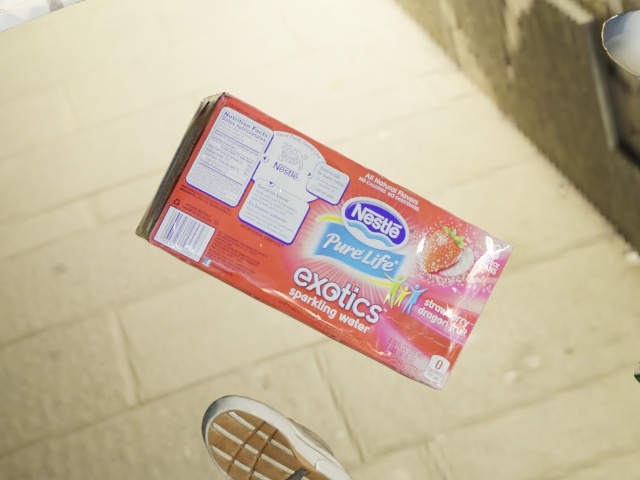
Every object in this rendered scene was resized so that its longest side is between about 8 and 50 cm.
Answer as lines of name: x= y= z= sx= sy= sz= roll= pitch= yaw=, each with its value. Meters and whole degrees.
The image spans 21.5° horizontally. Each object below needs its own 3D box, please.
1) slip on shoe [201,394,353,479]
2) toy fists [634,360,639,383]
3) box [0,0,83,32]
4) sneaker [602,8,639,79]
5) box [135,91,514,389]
slip on shoe: x=-0.027 y=0.126 z=1.031 sx=0.051 sy=0.135 sz=0.041 roll=-37 pitch=42 yaw=18
toy fists: x=0.342 y=0.119 z=1.139 sx=0.279 sy=0.142 sz=0.096 roll=-23 pitch=10 yaw=43
box: x=-0.289 y=-0.197 z=1.446 sx=0.186 sy=0.038 sz=0.145 roll=-26 pitch=17 yaw=-21
sneaker: x=0.379 y=-0.121 z=1.527 sx=0.106 sy=0.290 sz=0.123 roll=-23 pitch=53 yaw=61
box: x=0.000 y=0.000 z=1.301 sx=0.128 sy=0.256 sz=0.122 roll=-63 pitch=11 yaw=-2
